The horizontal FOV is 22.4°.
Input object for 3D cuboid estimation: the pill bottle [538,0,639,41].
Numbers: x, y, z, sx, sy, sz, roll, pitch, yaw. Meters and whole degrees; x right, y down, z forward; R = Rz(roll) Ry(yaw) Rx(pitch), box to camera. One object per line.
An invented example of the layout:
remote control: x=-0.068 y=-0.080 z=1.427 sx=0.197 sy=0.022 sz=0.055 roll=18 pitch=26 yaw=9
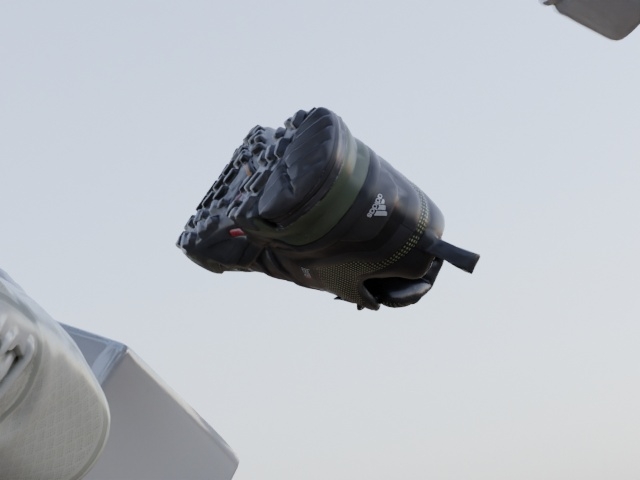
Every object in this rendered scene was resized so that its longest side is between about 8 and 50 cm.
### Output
pill bottle: x=0.035 y=-0.143 z=0.522 sx=0.186 sy=0.112 sz=0.112 roll=28 pitch=-22 yaw=-4

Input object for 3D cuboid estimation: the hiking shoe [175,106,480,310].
hiking shoe: x=0.000 y=0.000 z=0.821 sx=0.114 sy=0.086 sz=0.227 roll=35 pitch=-8 yaw=-11

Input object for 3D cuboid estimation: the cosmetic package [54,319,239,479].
cosmetic package: x=-0.261 y=0.250 z=0.864 sx=0.230 sy=0.453 sz=0.161 roll=16 pitch=-23 yaw=32

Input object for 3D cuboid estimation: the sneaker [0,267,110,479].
sneaker: x=-0.177 y=0.033 z=0.667 sx=0.118 sy=0.110 sz=0.292 roll=20 pitch=-20 yaw=44
